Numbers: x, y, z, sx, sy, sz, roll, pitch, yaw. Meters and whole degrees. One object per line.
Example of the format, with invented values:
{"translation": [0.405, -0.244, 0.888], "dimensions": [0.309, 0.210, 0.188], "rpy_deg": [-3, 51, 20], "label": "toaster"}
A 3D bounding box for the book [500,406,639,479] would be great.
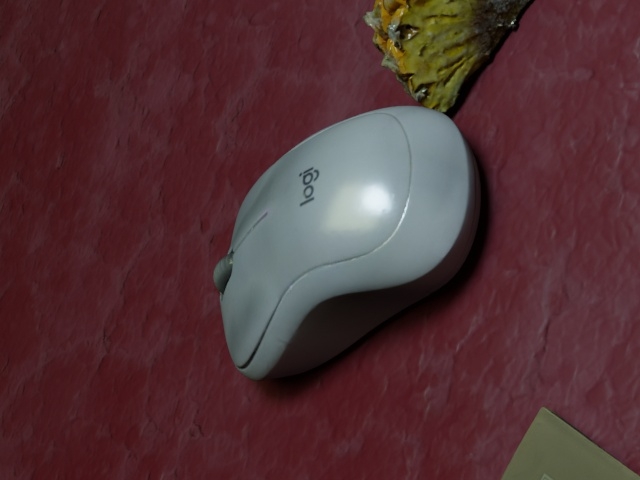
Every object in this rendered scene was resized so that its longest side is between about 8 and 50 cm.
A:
{"translation": [0.177, 0.214, 1.086], "dimensions": [0.198, 0.016, 0.138], "rpy_deg": [37, 100, 52], "label": "book"}

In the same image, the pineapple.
{"translation": [0.101, -0.219, 1.321], "dimensions": [0.233, 0.135, 0.079], "rpy_deg": [-56, 37, 14], "label": "pineapple"}

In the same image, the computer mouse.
{"translation": [0.000, 0.000, 1.338], "dimensions": [0.297, 0.121, 0.184], "rpy_deg": [-26, 53, 39], "label": "computer mouse"}
